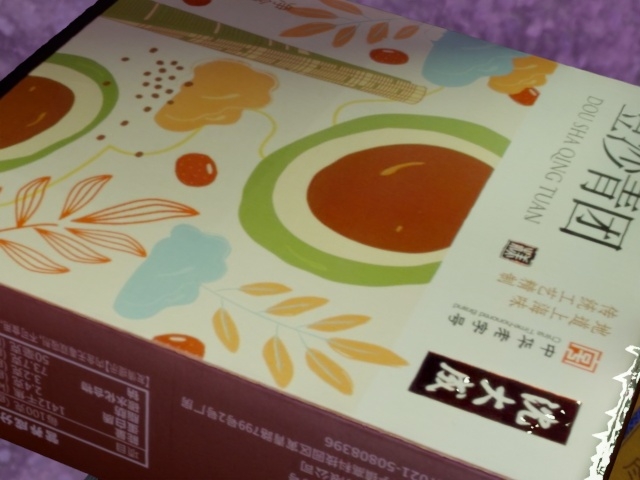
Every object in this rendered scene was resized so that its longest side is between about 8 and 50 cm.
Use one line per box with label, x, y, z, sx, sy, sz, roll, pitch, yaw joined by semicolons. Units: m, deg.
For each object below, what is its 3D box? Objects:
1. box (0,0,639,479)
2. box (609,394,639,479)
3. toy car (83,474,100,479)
box;0.000;0.000;0.777;0.385;0.344;0.122;19;131;15
box;0.280;0.122;0.835;0.193;0.084;0.301;35;117;6
toy car;-0.013;0.184;0.891;0.270;0.180;0.212;-20;97;7
